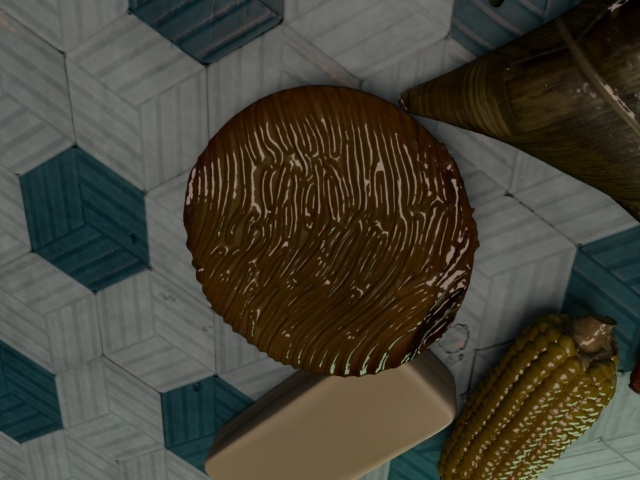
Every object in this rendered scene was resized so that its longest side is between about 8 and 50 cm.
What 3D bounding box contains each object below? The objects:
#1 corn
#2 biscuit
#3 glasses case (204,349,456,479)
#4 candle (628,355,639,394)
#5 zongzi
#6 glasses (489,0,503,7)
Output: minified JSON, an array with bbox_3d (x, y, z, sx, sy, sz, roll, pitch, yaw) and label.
[{"bbox_3d":[0.230,0.204,0.680,0.119,0.119,0.322,23,122,1],"label":"corn"},{"bbox_3d":[0.000,0.000,0.617,0.318,0.040,0.318,5,107,17],"label":"biscuit"},{"bbox_3d":[0.005,0.239,0.762,0.336,0.076,0.144,-39,101,25],"label":"glasses case"},{"bbox_3d":[0.383,0.098,0.632,0.048,0.053,0.162,12,114,0],"label":"candle"},{"bbox_3d":[0.248,-0.081,0.544,0.288,0.134,0.286,-17,115,33],"label":"zongzi"},{"bbox_3d":[0.182,-0.264,0.450,0.239,0.102,0.207,-15,136,32],"label":"glasses"}]
